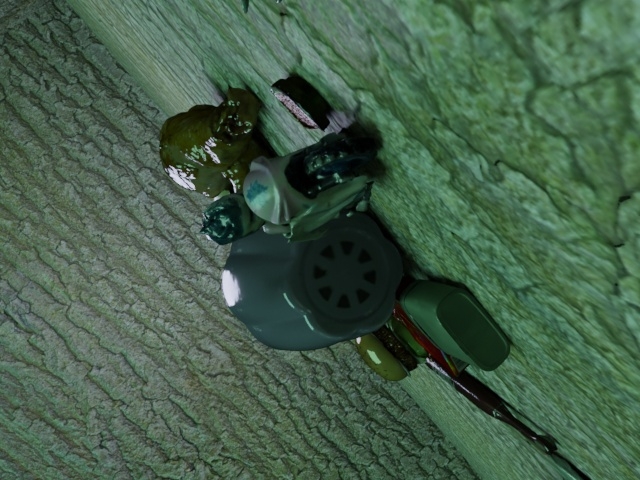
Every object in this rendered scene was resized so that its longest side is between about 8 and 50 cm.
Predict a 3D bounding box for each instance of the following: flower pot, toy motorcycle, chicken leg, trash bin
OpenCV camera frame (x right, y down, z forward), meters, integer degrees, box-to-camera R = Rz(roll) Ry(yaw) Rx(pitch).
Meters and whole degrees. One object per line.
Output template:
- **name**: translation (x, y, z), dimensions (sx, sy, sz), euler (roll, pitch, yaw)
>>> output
- **flower pot**: translation (0.000, 0.057, 0.834), dimensions (0.265, 0.265, 0.243), euler (50, 161, -13)
- **toy motorcycle**: translation (-0.045, -0.052, 0.614), dimensions (0.239, 0.204, 0.108), euler (83, 162, -70)
- **chicken leg**: translation (-0.157, -0.166, 1.006), dimensions (0.295, 0.182, 0.409), euler (41, 159, -14)
- **trash bin**: translation (0.174, 0.109, 0.705), dimensions (0.116, 0.059, 0.130), euler (48, 172, -8)

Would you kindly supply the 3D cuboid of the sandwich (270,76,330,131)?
- **sandwich**: translation (-0.023, -0.159, 0.612), dimensions (0.069, 0.026, 0.101), euler (47, 177, -22)

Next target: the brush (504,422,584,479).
- **brush**: translation (0.385, 0.365, 0.950), dimensions (0.085, 0.020, 0.336), euler (54, 172, -38)

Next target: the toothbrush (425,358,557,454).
- **toothbrush**: translation (0.301, 0.293, 0.997), dimensions (0.041, 0.041, 0.364), euler (52, 172, -21)

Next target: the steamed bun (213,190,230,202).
- **steamed bun**: translation (-0.147, -0.077, 1.256), dimensions (0.200, 0.155, 0.250), euler (47, 176, 14)

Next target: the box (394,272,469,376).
- **box**: translation (0.182, 0.143, 0.873), dimensions (0.112, 0.048, 0.175), euler (42, 170, 46)

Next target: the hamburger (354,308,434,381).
- **hamburger**: translation (0.149, 0.213, 1.097), dimensions (0.175, 0.137, 0.175), euler (45, 170, 10)

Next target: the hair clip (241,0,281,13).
- **hair clip**: translation (-0.082, -0.246, 0.458), dimensions (0.115, 0.039, 0.030), euler (50, 168, 9)
